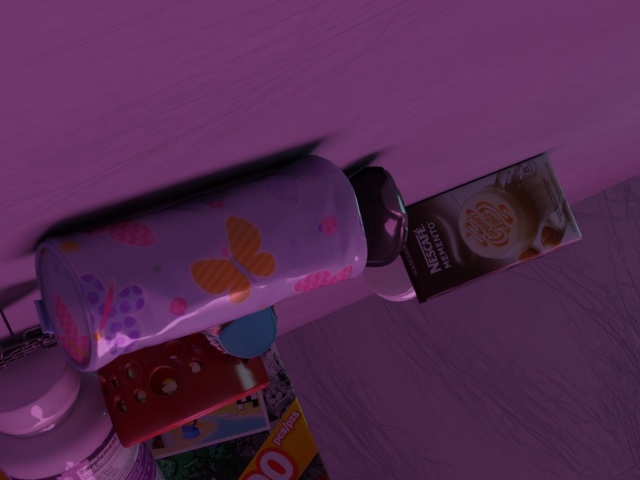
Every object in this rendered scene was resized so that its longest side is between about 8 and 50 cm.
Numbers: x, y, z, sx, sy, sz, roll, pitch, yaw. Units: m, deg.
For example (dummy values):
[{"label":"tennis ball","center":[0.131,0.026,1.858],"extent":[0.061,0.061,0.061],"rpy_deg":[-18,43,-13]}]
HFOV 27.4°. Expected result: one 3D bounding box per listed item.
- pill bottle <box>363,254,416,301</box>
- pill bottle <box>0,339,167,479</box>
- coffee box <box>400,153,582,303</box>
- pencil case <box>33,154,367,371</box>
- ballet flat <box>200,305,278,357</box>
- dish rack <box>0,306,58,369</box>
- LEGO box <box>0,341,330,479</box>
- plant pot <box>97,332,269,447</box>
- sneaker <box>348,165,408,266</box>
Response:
[{"label":"pill bottle","center":[0.141,0.045,2.256],"extent":[0.119,0.119,0.208],"rpy_deg":[-23,175,12]},{"label":"pill bottle","center":[-0.314,0.267,1.661],"extent":[0.169,0.301,0.169],"rpy_deg":[-14,-142,11]},{"label":"coffee box","center":[0.241,-0.015,1.954],"extent":[0.246,0.141,0.098],"rpy_deg":[-22,175,-8]},{"label":"pencil case","center":[-0.096,0.015,1.081],"extent":[0.273,0.113,0.124],"rpy_deg":[-20,-166,-28]},{"label":"ballet flat","center":[-0.112,0.061,1.413],"extent":[0.091,0.077,0.241],"rpy_deg":[-40,155,1]},{"label":"dish rack","center":[-0.370,0.114,1.198],"extent":[0.208,0.074,0.271],"rpy_deg":[-25,175,42]},{"label":"LEGO box","center":[-0.267,0.311,1.913],"extent":[0.500,0.372,0.193],"rpy_deg":[-22,174,-3]},{"label":"plant pot","center":[-0.176,0.131,1.556],"extent":[0.191,0.174,0.191],"rpy_deg":[-21,174,-2]},{"label":"sneaker","center":[0.000,0.000,1.377],"extent":[0.106,0.101,0.267],"rpy_deg":[-16,172,-29]}]
